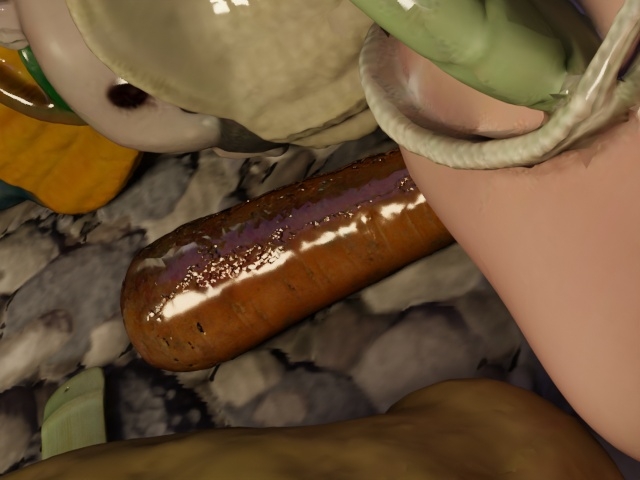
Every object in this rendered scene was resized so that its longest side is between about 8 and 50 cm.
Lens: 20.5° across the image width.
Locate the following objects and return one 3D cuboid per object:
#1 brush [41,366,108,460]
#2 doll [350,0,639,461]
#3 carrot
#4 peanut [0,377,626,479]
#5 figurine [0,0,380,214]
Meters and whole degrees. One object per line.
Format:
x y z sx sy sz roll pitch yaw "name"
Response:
-0.092 0.103 0.644 0.033 0.030 0.178 -42 32 17 "brush"
0.124 -0.059 0.428 0.268 0.284 0.216 52 124 36 "doll"
0.000 0.000 0.651 0.161 0.055 0.055 -26 36 17 "carrot"
-0.085 0.168 0.434 0.387 0.169 0.192 -36 39 7 "peanut"
-0.075 -0.108 0.757 0.204 0.185 0.332 -31 9 -30 "figurine"
